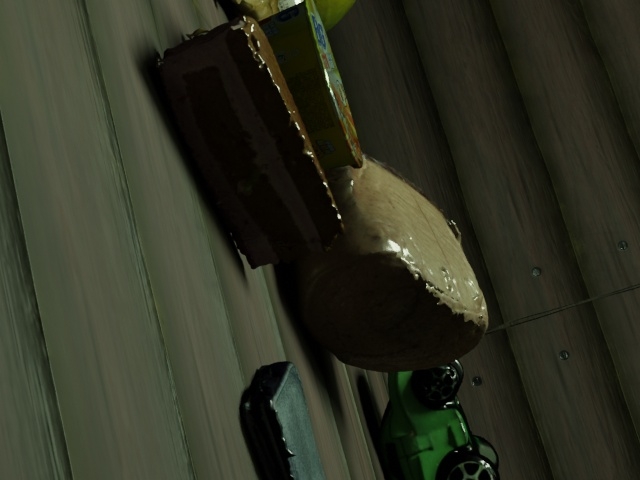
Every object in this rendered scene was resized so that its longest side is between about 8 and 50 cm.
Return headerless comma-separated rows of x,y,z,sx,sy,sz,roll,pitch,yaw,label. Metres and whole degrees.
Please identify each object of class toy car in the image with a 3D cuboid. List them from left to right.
0.177,0.328,2.076,0.213,0.176,0.359,-2,71,-84,toy car

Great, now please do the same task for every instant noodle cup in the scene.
-0.052,-0.154,1.468,0.205,0.153,0.205,-18,90,-86,instant noodle cup

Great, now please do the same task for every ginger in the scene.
-0.106,-0.363,1.934,0.333,0.081,0.148,-4,93,-82,ginger

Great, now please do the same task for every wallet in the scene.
-0.019,0.228,1.249,0.167,0.036,0.222,-69,142,-81,wallet

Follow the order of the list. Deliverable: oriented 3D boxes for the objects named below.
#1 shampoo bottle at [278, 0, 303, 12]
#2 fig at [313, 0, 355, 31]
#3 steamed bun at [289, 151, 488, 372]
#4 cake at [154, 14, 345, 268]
-0.075,-0.416,2.184,0.104,0.104,0.278,-79,151,-77,shampoo bottle
-0.024,-0.487,2.446,0.230,0.207,0.207,133,-56,-64,fig
0.066,0.043,1.737,0.301,0.199,0.251,35,25,-41,steamed bun
-0.068,-0.100,1.332,0.113,0.116,0.295,-97,167,-55,cake
